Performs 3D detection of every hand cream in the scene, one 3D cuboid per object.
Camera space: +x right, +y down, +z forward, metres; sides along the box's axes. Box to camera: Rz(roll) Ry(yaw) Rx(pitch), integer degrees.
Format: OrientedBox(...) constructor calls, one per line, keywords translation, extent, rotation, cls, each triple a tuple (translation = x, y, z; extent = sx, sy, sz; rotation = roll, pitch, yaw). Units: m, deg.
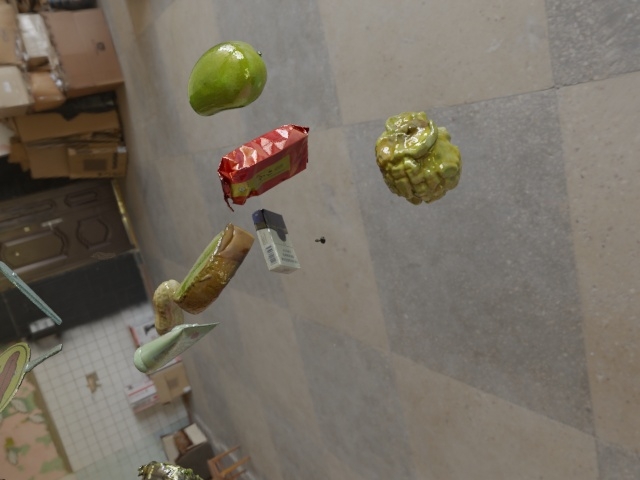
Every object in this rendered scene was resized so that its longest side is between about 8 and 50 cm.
OrientedBox(translation=(-0.463, 0.326, 1.631), extent=(0.306, 0.147, 0.093), rotation=(-30, 71, 26), cls="hand cream")

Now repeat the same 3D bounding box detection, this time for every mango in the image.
OrientedBox(translation=(-0.272, -0.457, 1.471), extent=(0.273, 0.149, 0.185), rotation=(-3, 92, 35), cls="mango")

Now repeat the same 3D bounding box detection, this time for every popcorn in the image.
OrientedBox(translation=(0.220, -0.197, 1.207), extent=(0.216, 0.181, 0.235), rotation=(53, -171, -52), cls="popcorn")

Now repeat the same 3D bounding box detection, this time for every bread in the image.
OrientedBox(translation=(-0.249, 0.064, 1.206), extent=(0.070, 0.236, 0.236), rotation=(37, 156, -15), cls="bread")

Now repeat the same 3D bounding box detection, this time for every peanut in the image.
OrientedBox(translation=(-0.627, 0.287, 2.161), extent=(0.130, 0.130, 0.290), rotation=(38, 129, 44), cls="peanut")

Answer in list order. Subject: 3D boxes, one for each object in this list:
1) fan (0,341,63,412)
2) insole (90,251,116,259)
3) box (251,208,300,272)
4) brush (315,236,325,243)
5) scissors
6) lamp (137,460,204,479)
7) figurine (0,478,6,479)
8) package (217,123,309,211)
OrientedBox(translation=(-0.685, 0.305, 1.140), extent=(0.011, 0.335, 0.229), rotation=(50, -165, -36), cls="fan")
OrientedBox(translation=(-0.687, 0.048, 1.659), extent=(0.002, 0.045, 0.135), rotation=(60, 180, 7), cls="insole")
OrientedBox(translation=(-0.183, 0.005, 2.148), extent=(0.071, 0.168, 0.259), rotation=(-25, 73, 21), cls="box")
OrientedBox(translation=(0.000, 0.000, 1.691), extent=(0.083, 0.008, 0.024), rotation=(173, 89, -67), cls="brush")
OrientedBox(translation=(-0.854, 0.067, 1.397), extent=(0.447, 0.029, 0.193), rotation=(55, 170, -23), cls="scissors")
OrientedBox(translation=(-0.261, 0.468, 0.806), extent=(0.247, 0.247, 0.246), rotation=(39, 140, 43), cls="lamp")
OrientedBox(translation=(-0.776, 0.577, 1.165), extent=(0.168, 0.187, 0.315), rotation=(-12, 132, 24), cls="figurine")
OrientedBox(translation=(-0.216, -0.283, 1.965), extent=(0.123, 0.424, 0.195), rotation=(40, 150, 27), cls="package")
